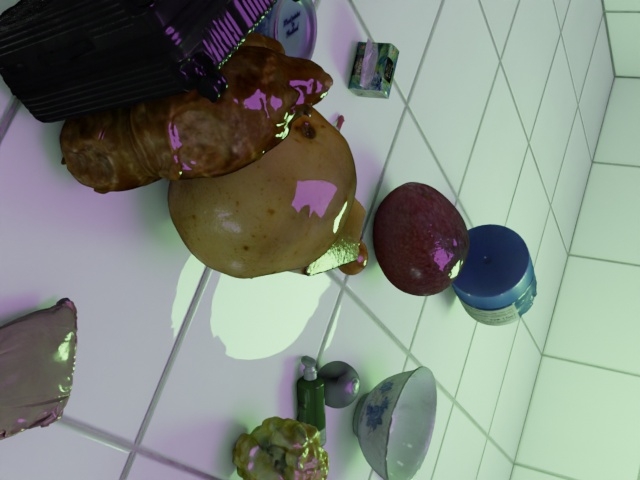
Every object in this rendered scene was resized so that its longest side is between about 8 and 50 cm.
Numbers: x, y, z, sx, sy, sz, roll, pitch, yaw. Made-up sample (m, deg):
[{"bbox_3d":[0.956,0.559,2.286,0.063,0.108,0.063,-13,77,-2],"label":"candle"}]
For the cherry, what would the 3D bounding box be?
[{"bbox_3d":[0.238,-0.005,1.998,0.307,0.221,0.261,64,35,-28],"label":"cherry"}]

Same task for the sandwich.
[{"bbox_3d":[0.000,0.000,1.677,0.186,0.108,0.220,50,53,-53],"label":"sandwich"}]

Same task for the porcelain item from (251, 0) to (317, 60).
[{"bbox_3d":[-0.086,-0.360,1.410,0.147,0.114,0.147,-31,127,-54],"label":"porcelain item"}]

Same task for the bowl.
[{"bbox_3d":[0.170,0.454,2.080,0.313,0.146,0.313,-30,125,-55],"label":"bowl"}]

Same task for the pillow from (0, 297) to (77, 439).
[{"bbox_3d":[-0.413,0.173,1.040,0.270,0.067,0.173,-6,99,-61],"label":"pillow"}]

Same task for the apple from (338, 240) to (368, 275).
[{"bbox_3d":[0.066,0.034,1.840,0.071,0.084,0.084,25,76,-34],"label":"apple"}]

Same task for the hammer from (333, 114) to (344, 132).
[{"bbox_3d":[0.036,-0.237,1.759,0.052,0.031,0.083,71,29,-45],"label":"hammer"}]

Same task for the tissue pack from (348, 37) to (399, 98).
[{"bbox_3d":[0.111,-0.373,1.789,0.079,0.085,0.111,23,80,-59],"label":"tissue pack"}]

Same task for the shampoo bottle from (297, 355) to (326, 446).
[{"bbox_3d":[-0.021,0.351,1.801,0.065,0.065,0.204,-32,125,-53],"label":"shampoo bottle"}]

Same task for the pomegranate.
[{"bbox_3d":[-0.093,-0.075,1.316,0.319,0.319,0.319,-26,121,-56],"label":"pomegranate"}]

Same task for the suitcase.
[{"bbox_3d":[-0.217,-0.264,0.975,0.152,0.335,0.229,57,49,-31],"label":"suitcase"}]

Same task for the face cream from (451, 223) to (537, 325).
[{"bbox_3d":[0.519,0.108,2.495,0.249,0.249,0.225,-68,152,-22],"label":"face cream"}]

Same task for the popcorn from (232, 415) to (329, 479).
[{"bbox_3d":[-0.077,0.431,1.589,0.167,0.187,0.185,43,32,-75],"label":"popcorn"}]

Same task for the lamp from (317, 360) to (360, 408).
[{"bbox_3d":[0.039,0.322,1.851,0.105,0.105,0.105,-26,121,-56],"label":"lamp"}]

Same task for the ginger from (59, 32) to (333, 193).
[{"bbox_3d":[-0.163,-0.178,1.115,0.274,0.357,0.152,-53,129,-51],"label":"ginger"}]
